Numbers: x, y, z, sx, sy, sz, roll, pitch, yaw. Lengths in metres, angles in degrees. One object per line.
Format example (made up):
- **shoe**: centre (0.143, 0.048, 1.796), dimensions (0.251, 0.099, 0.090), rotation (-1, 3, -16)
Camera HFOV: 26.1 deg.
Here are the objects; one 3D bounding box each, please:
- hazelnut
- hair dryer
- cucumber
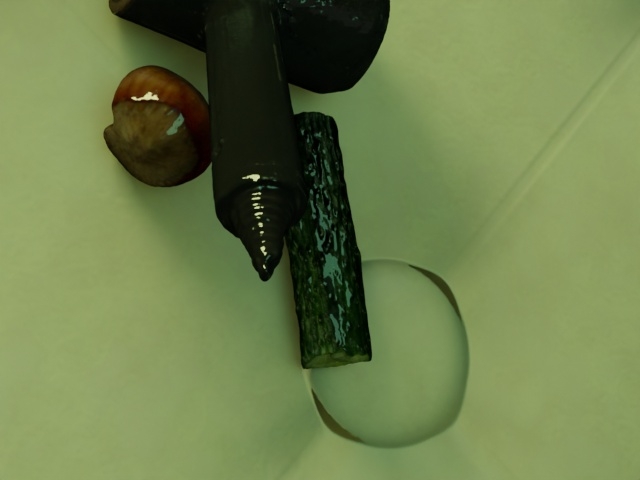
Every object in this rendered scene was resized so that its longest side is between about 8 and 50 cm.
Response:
- **hazelnut**: centre (-0.110, -0.080, 0.965), dimensions (0.086, 0.086, 0.086), rotation (4, 80, -26)
- **hair dryer**: centre (-0.032, -0.091, 0.902), dimensions (0.189, 0.107, 0.352), rotation (19, 38, -25)
- **cucumber**: centre (0.001, 0.000, 1.012), dimensions (0.058, 0.058, 0.187), rotation (-6, 85, -27)
